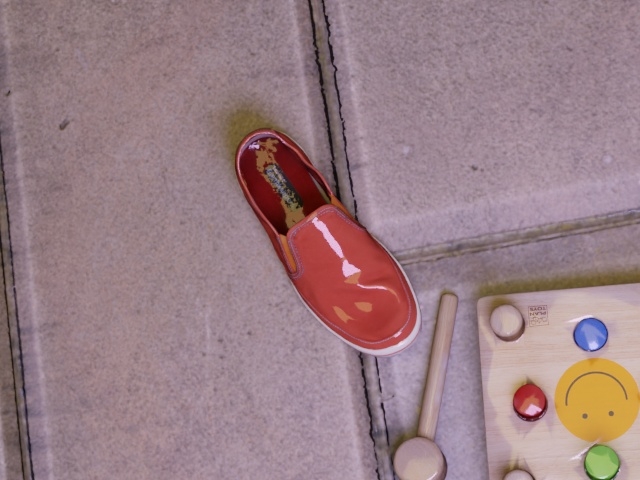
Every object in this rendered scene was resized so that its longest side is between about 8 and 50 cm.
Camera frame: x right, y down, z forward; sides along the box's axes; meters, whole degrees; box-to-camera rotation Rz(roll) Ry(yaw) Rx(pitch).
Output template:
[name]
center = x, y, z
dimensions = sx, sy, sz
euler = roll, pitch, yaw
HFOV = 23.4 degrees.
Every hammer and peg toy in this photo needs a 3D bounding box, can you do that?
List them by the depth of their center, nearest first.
[hammer and peg toy]
center = 0.255, 0.175, 1.735
dimensions = 0.361, 0.127, 0.266
euler = -4, 79, 11

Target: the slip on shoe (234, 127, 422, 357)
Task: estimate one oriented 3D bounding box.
[slip on shoe]
center = 0.000, 0.000, 1.837
dimensions = 0.123, 0.101, 0.331
euler = -35, 76, 2
